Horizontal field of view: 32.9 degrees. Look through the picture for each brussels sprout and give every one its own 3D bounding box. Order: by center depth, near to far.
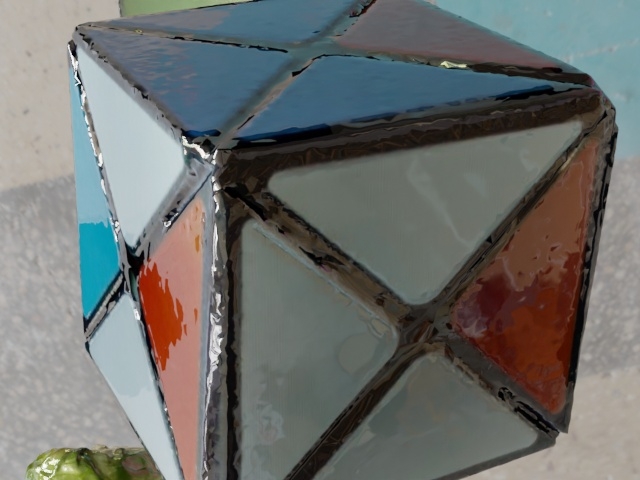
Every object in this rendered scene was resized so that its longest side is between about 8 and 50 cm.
[{"bbox_3d":[-0.201,0.250,0.999,0.149,0.151,0.122,5,79,-5],"label":"brussels sprout"}]

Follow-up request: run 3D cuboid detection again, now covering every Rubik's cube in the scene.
[{"bbox_3d":[0.000,-0.001,0.661,0.248,0.250,0.246,-11,29,-25],"label":"Rubik's cube"}]

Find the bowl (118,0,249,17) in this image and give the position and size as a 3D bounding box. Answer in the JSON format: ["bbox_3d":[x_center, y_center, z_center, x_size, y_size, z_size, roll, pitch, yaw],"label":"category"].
[{"bbox_3d":[-0.051,-0.321,1.204,0.185,0.354,0.353,16,70,-40],"label":"bowl"}]
